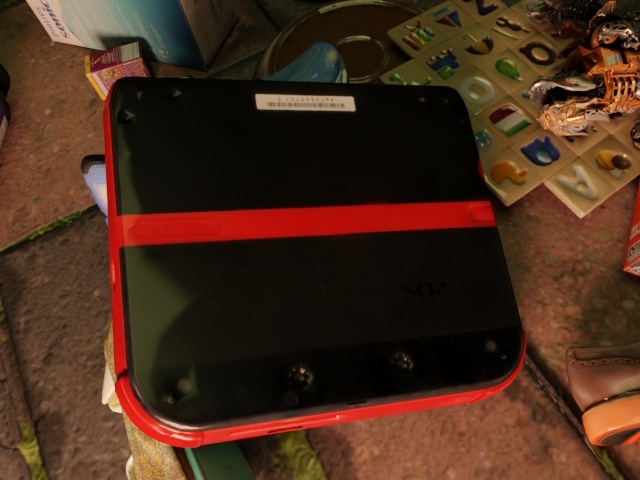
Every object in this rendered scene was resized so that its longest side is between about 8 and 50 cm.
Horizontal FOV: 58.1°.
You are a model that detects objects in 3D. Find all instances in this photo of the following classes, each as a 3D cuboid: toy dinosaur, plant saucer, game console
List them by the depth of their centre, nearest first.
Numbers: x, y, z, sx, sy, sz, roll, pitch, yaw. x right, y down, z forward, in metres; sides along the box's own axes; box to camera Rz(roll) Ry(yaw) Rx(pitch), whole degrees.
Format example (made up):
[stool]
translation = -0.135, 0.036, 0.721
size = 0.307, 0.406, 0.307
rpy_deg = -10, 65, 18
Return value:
[game console]
translation = 0.000, 0.000, 0.558
size = 0.387, 0.060, 0.341
rpy_deg = -3, 70, -18
[toy dinosaur]
translation = 0.370, -0.238, 0.688
size = 0.322, 0.164, 0.218
rpy_deg = -24, 79, -34
[plant saucer]
translation = 0.051, -0.235, 0.789
size = 0.311, 0.050, 0.310
rpy_deg = -3, 60, 6

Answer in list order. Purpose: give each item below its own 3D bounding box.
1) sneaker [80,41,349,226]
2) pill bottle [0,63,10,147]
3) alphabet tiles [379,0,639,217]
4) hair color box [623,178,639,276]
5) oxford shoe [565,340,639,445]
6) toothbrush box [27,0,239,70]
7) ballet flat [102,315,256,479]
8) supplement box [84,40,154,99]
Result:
[sneaker]
translation = -0.111, -0.132, 0.634
size = 0.330, 0.147, 0.130
rpy_deg = -38, 25, -13
[pill bottle]
translation = -0.498, -0.150, 0.779
size = 0.123, 0.122, 0.219
rpy_deg = -5, 60, 6
[alphabet tiles]
translation = 0.255, -0.191, 0.719
size = 0.285, 0.011, 0.342
rpy_deg = -32, 68, -18
[hair color box]
translation = 0.390, -0.031, 0.610
size = 0.093, 0.053, 0.167
rpy_deg = 23, 64, 5
[oxford shoe]
translation = 0.366, 0.108, 0.523
size = 0.272, 0.096, 0.098
rpy_deg = -11, 54, 2
[toothbrush box]
translation = -0.295, -0.388, 0.829
size = 0.296, 0.216, 0.126
rpy_deg = 14, 63, 17
[ballet flat]
translation = -0.153, 0.169, 0.563
size = 0.123, 0.123, 0.348
rpy_deg = -26, 59, -6
[supplement box]
translation = -0.293, -0.249, 0.842
size = 0.083, 0.055, 0.043
rpy_deg = -16, 60, -1
